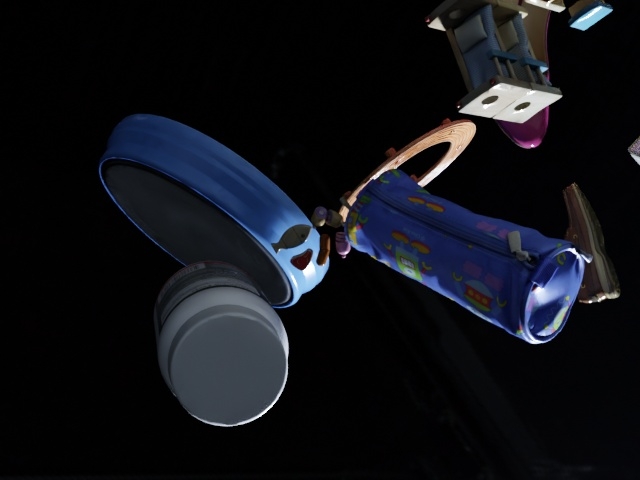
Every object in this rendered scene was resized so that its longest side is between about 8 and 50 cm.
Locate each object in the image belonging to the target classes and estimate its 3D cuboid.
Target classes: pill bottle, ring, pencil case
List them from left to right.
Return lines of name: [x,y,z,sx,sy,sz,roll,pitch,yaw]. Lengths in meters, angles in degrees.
pill bottle: [-0.129,0.127,1.231,0.161,0.161,0.283,21,-175,-14]
ring: [0.171,-0.144,1.964,0.336,0.336,0.032,-17,-111,-53]
pencil case: [0.168,0.010,1.163,0.306,0.119,0.133,28,158,38]

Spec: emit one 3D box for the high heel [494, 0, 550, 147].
high heel: [0.294,-0.327,1.345,0.127,0.181,0.377,0,-108,-37]

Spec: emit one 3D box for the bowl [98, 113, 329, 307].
bowl: [-0.171,-0.032,1.470,0.391,0.391,0.077,32,-110,6]

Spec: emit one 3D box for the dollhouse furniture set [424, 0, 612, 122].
dollhouse furniture set: [0.238,-0.240,1.090,0.129,0.183,0.129,1,-115,-43]

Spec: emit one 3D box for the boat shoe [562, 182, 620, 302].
boat shoe: [0.369,0.004,1.361,0.064,0.060,0.178,25,-131,-58]

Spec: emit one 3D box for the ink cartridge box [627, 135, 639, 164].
ink cartridge box: [0.565,-0.150,1.358,0.056,0.171,0.235,43,-177,-24]

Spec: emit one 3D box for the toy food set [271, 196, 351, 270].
toy food set: [0.000,0.000,1.300,0.078,0.122,0.019,50,-166,-7]
